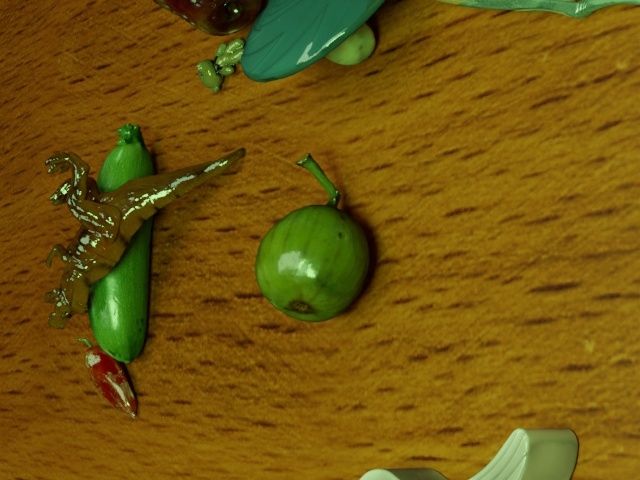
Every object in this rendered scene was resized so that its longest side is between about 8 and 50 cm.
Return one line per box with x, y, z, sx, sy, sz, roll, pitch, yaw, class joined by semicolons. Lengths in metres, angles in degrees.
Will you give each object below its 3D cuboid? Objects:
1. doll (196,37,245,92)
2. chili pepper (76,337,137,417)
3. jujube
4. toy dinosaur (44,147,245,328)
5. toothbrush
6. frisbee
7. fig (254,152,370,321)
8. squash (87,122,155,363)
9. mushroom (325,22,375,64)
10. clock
-0.150;-0.275;1.755;0.093;0.051;0.061;-25;57;13;doll
-0.349;0.222;1.874;0.191;0.050;0.059;49;117;32;chili pepper
-0.195;-0.432;1.718;0.197;0.197;0.290;-55;52;28;jujube
-0.331;-0.054;1.748;0.208;0.097;0.432;47;108;13;toy dinosaur
0.251;-0.259;1.235;0.375;0.028;0.037;22;106;52;toothbrush
-0.002;-0.323;1.451;0.289;0.049;0.289;-33;31;23;frisbee
-0.006;0.013;1.431;0.142;0.148;0.186;-64;-1;40;fig
-0.329;0.003;1.853;0.107;0.107;0.394;-9;75;51;squash
0.033;-0.269;1.476;0.084;0.083;0.067;3;60;52;mushroom
0.158;0.300;1.183;0.275;0.080;0.290;51;120;44;clock
